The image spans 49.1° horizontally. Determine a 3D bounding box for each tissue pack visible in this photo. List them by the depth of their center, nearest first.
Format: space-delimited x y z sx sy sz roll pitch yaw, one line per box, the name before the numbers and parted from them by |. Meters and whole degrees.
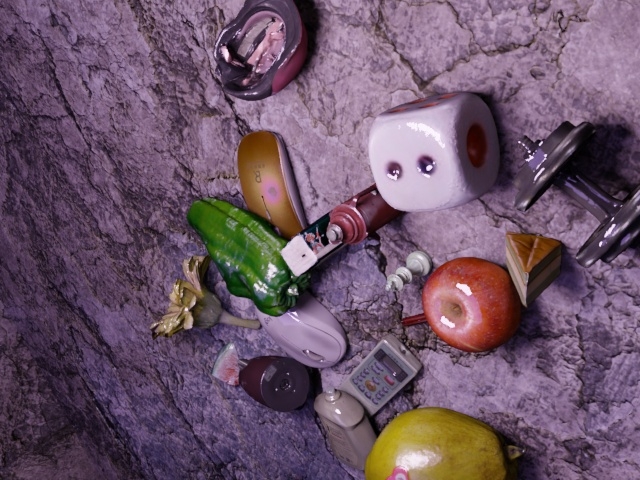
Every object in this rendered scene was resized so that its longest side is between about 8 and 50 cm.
tissue pack | 0.000 0.000 1.623 0.090 0.170 0.103 55 137 3

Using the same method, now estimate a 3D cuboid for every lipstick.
lipstick | 0.253 0.174 1.607 0.176 0.027 0.027 -20 99 46

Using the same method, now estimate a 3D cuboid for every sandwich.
sandwich | 0.376 0.053 1.338 0.113 0.163 0.079 13 120 37

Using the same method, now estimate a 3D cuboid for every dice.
dice | 0.217 -0.169 1.334 0.191 0.193 0.194 -1 113 39

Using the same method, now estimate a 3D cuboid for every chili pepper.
chili pepper | -0.193 0.039 1.745 0.385 0.167 0.213 37 141 34

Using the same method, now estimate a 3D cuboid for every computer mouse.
computer mouse | -0.119 -0.117 1.734 0.158 0.072 0.310 1 114 42
computer mouse | -0.066 0.217 1.835 0.297 0.121 0.184 52 133 7

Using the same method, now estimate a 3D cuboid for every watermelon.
watermelon | -0.293 0.391 2.172 0.094 0.081 0.180 10 128 7

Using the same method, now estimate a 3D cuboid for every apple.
apple | 0.315 0.130 1.441 0.201 0.162 0.201 14 110 41

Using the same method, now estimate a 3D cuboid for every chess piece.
chess piece | 0.184 0.073 1.522 0.059 0.149 0.059 17 121 32

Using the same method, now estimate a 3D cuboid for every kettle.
kettle | -0.126 0.401 1.970 0.202 0.144 0.232 39 161 -19

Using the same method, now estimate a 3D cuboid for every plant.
plant | -0.356 0.205 1.986 0.261 0.306 0.297 -31 121 18

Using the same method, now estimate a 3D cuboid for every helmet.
helmet | -0.112 -0.408 1.519 0.253 0.154 0.198 -26 75 27

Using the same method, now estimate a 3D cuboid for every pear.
pear | 0.290 0.519 1.601 0.375 0.287 0.287 -21 99 25

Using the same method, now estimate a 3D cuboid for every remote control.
remote control | 0.144 0.354 1.785 0.123 0.038 0.285 46 134 10

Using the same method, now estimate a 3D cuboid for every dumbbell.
dumbbell | 0.449 -0.078 1.188 0.290 0.192 0.192 42 133 12

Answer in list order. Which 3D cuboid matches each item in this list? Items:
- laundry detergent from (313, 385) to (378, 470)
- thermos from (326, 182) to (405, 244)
laundry detergent | 0.060 0.483 1.856 0.181 0.091 0.253 15 134 48
thermos | 0.091 -0.058 1.472 0.099 0.232 0.124 32 129 24
